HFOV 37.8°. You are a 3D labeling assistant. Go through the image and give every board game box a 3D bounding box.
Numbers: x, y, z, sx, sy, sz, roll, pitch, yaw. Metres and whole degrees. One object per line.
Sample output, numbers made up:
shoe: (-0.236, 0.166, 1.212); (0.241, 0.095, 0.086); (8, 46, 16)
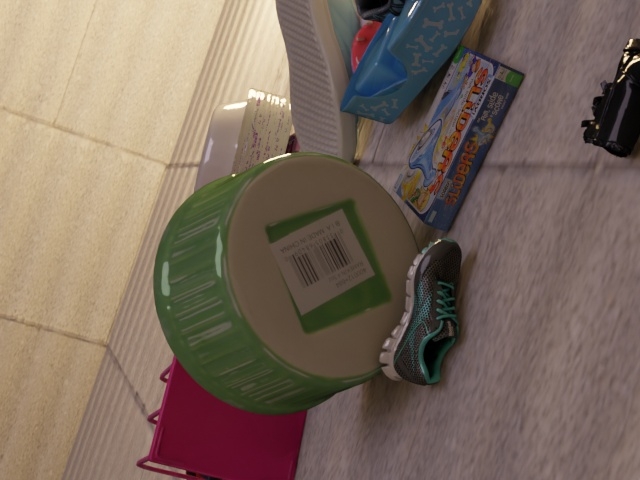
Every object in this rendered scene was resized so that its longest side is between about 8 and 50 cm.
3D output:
board game box: (0.160, -0.125, 1.119); (0.201, 0.035, 0.136); (-66, 19, 14)

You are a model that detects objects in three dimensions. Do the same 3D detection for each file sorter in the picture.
file sorter: (-0.139, 0.211, 1.381); (0.182, 0.202, 0.290); (143, 142, -61)

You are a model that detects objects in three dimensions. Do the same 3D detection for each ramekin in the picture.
ramekin: (-0.026, 0.044, 1.090); (0.148, 0.303, 0.303); (-26, 47, 55)

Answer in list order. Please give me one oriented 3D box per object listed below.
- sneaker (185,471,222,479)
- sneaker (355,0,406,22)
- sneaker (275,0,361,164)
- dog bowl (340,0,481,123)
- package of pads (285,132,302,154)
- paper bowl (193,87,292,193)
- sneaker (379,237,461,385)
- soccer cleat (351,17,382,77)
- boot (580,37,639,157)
sneaker: (-0.171, 0.307, 1.574); (0.221, 0.083, 0.087); (-64, 12, 11)
sneaker: (0.118, -0.396, 1.289); (0.262, 0.125, 0.104); (108, 145, -50)
sneaker: (0.034, -0.283, 1.524); (0.135, 0.150, 0.365); (-20, 75, 55)
dog bowl: (0.122, -0.264, 1.254); (0.297, 0.074, 0.166); (-46, 19, 58)
package of pads: (-0.042, -0.177, 1.749); (0.083, 0.032, 0.050); (-15, 58, 68)
paper bowl: (-0.151, -0.147, 1.768); (0.284, 0.148, 0.284); (-166, 90, -82)
sneaker: (0.125, 0.081, 1.003); (0.076, 0.065, 0.166); (23, 97, 55)
soccer cleat: (0.093, -0.329, 1.468); (0.095, 0.083, 0.248); (96, -179, -63)
boot: (0.270, -0.120, 0.788); (0.121, 0.045, 0.099); (-127, 60, -77)
